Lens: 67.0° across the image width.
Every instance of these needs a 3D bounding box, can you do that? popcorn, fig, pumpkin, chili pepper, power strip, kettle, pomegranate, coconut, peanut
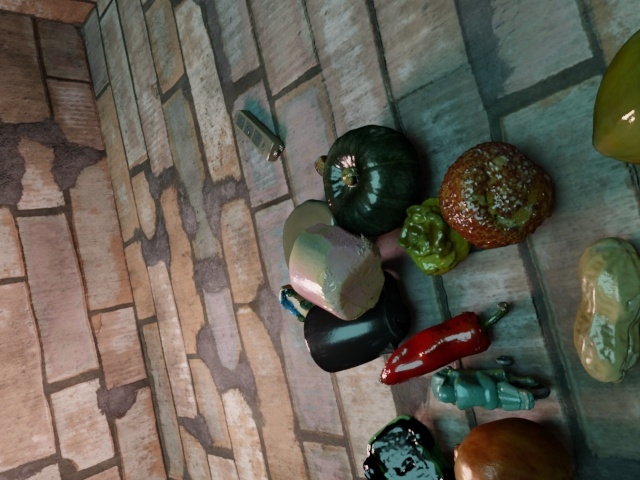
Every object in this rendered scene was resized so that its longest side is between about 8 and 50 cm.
[{"bbox_3d":[0.281,-0.006,1.210,0.198,0.156,0.197,30,129,46],"label":"popcorn"},{"bbox_3d":[0.582,-0.241,0.813,0.271,0.240,0.239,-42,66,54],"label":"fig"},{"bbox_3d":[0.128,-0.157,1.295,0.300,0.207,0.300,9,102,49],"label":"pumpkin"},{"bbox_3d":[0.304,0.265,1.212,0.388,0.110,0.110,-31,72,20],"label":"chili pepper"},{"bbox_3d":[-0.231,-0.389,1.753,0.286,0.048,0.080,49,126,31],"label":"power strip"},{"bbox_3d":[0.116,0.217,1.391,0.290,0.207,0.268,-26,62,34],"label":"kettle"},{"bbox_3d":[0.416,0.521,1.085,0.271,0.252,0.228,1,117,44],"label":"pomegranate"},{"bbox_3d":[0.035,0.072,1.288,0.245,0.233,0.233,27,115,46],"label":"coconut"},{"bbox_3d":[0.571,0.138,0.950,0.130,0.130,0.290,10,103,45],"label":"peanut"}]

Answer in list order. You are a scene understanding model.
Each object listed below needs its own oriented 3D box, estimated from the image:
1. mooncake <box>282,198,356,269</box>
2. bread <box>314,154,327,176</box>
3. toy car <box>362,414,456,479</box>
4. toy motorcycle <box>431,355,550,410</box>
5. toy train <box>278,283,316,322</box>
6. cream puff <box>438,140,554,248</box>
[{"bbox_3d":[0.000,0.000,1.513,0.275,0.135,0.274,4,95,45],"label":"mooncake"},{"bbox_3d":[0.018,-0.222,1.494,0.053,0.085,0.085,-45,64,31],"label":"bread"},{"bbox_3d":[0.283,0.658,1.290,0.213,0.176,0.358,-45,54,11],"label":"toy car"},{"bbox_3d":[0.371,0.341,1.138,0.297,0.198,0.109,-8,86,45],"label":"toy motorcycle"},{"bbox_3d":[-0.057,0.215,1.628,0.188,0.099,0.072,33,122,37],"label":"toy train"},{"bbox_3d":[0.379,-0.099,1.053,0.240,0.164,0.239,-1,83,6],"label":"cream puff"}]
